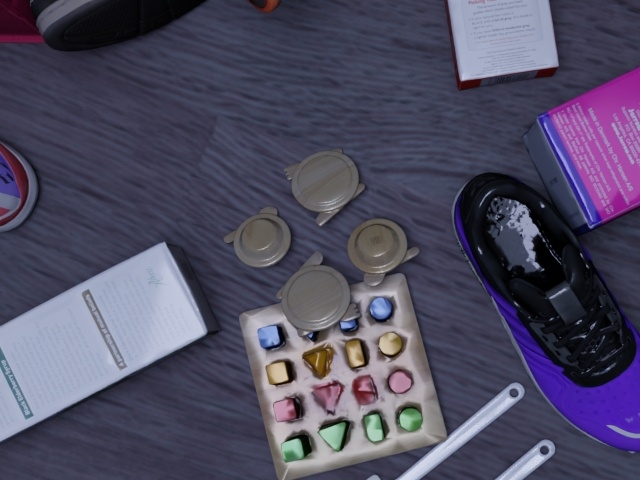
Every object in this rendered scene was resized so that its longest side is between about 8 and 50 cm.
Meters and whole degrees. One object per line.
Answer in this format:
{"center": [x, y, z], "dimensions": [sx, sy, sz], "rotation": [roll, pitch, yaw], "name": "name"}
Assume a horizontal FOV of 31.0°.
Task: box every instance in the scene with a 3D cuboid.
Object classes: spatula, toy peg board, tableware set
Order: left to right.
{"center": [0.000, 0.000, 1.060], "dimensions": [0.141, 0.020, 0.168], "rotation": [-36, 64, -6], "name": "tableware set"}
{"center": [0.018, 0.122, 1.040], "dimensions": [0.161, 0.079, 0.160], "rotation": [-14, 82, 1], "name": "toy peg board"}
{"center": [0.131, 0.259, 1.063], "dimensions": [0.242, 0.019, 0.168], "rotation": [-38, 80, -1], "name": "spatula"}

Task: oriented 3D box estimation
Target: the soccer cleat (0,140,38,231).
{"center": [-0.415, -0.106, 1.061], "dimensions": [0.318, 0.116, 0.108], "rotation": [27, 88, 4], "name": "soccer cleat"}

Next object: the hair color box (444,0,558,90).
{"center": [0.161, -0.231, 1.073], "dimensions": [0.093, 0.053, 0.167], "rotation": [-8, 87, 4], "name": "hair color box"}

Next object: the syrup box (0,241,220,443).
{"center": [-0.219, 0.096, 1.051], "dimensions": [0.237, 0.093, 0.096], "rotation": [-27, 86, 1], "name": "syrup box"}

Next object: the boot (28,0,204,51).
{"center": [-0.154, -0.373, 1.054], "dimensions": [0.377, 0.138, 0.284], "rotation": [-35, 86, -3], "name": "boot"}

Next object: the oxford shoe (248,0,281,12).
{"center": [-0.066, -0.321, 0.947], "dimensions": [0.098, 0.097, 0.271], "rotation": [-20, 86, -16], "name": "oxford shoe"}

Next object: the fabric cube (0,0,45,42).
{"center": [-0.385, -0.326, 1.004], "dimensions": [0.254, 0.259, 0.258], "rotation": [2, 87, 2], "name": "fabric cube"}

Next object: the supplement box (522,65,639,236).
{"center": [0.306, -0.101, 1.027], "dimensions": [0.220, 0.111, 0.114], "rotation": [-24, 85, 0], "name": "supplement box"}

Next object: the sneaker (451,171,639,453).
{"center": [0.210, 0.065, 1.004], "dimensions": [0.102, 0.146, 0.293], "rotation": [-36, 85, 0], "name": "sneaker"}
